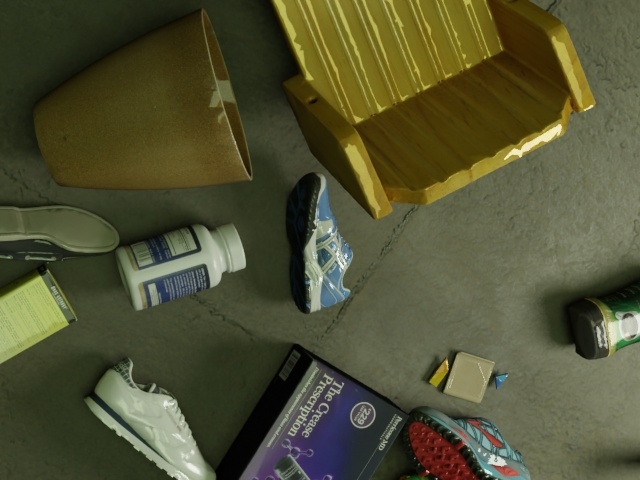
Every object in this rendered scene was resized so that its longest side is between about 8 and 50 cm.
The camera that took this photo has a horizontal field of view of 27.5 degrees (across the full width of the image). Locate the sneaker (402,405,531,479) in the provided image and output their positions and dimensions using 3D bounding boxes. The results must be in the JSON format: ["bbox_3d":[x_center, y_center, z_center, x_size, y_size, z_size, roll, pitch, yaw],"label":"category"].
[{"bbox_3d":[0.221,0.321,2.014,0.104,0.125,0.262,-35,120,29],"label":"sneaker"}]

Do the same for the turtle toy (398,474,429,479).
[{"bbox_3d":[0.134,0.416,2.016,0.066,0.095,0.130,16,93,3],"label":"turtle toy"}]

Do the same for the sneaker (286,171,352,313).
[{"bbox_3d":[0.000,0.000,1.914,0.081,0.080,0.211,-8,111,-22],"label":"sneaker"}]

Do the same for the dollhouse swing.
[{"bbox_3d":[0.128,-0.280,1.745,0.346,0.315,0.305,-26,126,-10],"label":"dollhouse swing"}]

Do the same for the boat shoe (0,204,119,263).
[{"bbox_3d":[-0.385,-0.003,1.813,0.206,0.075,0.065,5,140,-23],"label":"boat shoe"}]

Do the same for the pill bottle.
[{"bbox_3d":[-0.196,0.031,1.845,0.169,0.094,0.094,-17,103,-13],"label":"pill bottle"}]

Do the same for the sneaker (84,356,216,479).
[{"bbox_3d":[-0.227,0.272,1.884,0.235,0.090,0.095,44,76,-20],"label":"sneaker"}]

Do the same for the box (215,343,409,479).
[{"bbox_3d":[-0.020,0.316,1.943,0.184,0.103,0.261,32,89,-21],"label":"box"}]

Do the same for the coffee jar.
[{"bbox_3d":[0.484,0.121,2.071,0.184,0.079,0.096,-17,106,-14],"label":"coffee jar"}]

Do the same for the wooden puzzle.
[{"bbox_3d":[0.231,0.213,2.046,0.116,0.014,0.079,26,95,-19],"label":"wooden puzzle"}]

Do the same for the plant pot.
[{"bbox_3d":[-0.244,-0.164,1.750,0.254,0.237,0.237,-14,103,3],"label":"plant pot"}]

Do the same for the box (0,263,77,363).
[{"bbox_3d":[-0.459,0.128,1.801,0.232,0.058,0.087,-32,106,-10],"label":"box"}]
